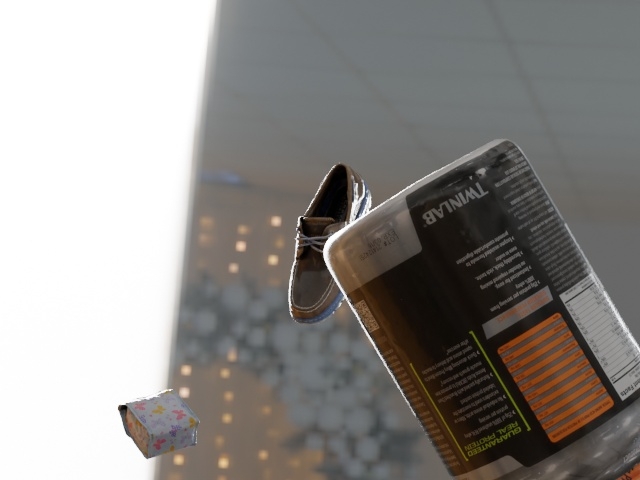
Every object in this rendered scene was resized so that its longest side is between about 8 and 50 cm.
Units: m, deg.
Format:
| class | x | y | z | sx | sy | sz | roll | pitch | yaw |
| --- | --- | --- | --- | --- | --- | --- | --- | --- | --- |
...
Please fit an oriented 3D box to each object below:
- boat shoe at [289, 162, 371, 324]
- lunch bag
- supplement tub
| class | x | y | z | sx | sy | sz | roll | pitch | yaw |
| --- | --- | --- | --- | --- | --- | --- | --- | --- | --- |
| boat shoe | 0.000 | 0.000 | 1.910 | 0.066 | 0.183 | 0.066 | 2 | -31 | 23 |
| lunch bag | -0.195 | 0.216 | 2.161 | 0.071 | 0.053 | 0.083 | -14 | 41 | -31 |
| supplement tub | 0.157 | 0.091 | 1.512 | 0.194 | 0.316 | 0.193 | -30 | -2 | -1 |
